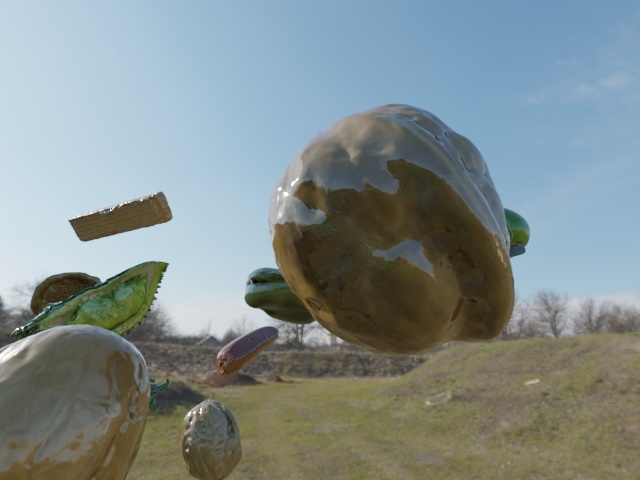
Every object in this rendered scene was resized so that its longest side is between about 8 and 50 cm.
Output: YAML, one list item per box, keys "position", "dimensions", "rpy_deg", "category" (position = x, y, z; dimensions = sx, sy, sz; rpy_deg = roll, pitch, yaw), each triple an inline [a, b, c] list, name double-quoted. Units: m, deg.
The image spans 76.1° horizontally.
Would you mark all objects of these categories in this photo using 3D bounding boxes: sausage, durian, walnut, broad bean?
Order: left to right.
- position: [-0.274, 0.191, 0.408]
  dimensions: [0.196, 0.221, 0.195]
  rpy_deg: [8, -43, 7]
  category: "walnut"
- position: [-0.538, 0.153, 0.983]
  dimensions: [0.158, 0.169, 0.352]
  rpy_deg: [28, 37, 27]
  category: "durian"
- position: [-0.346, 0.630, 1.294]
  dimensions: [0.198, 0.244, 0.198]
  rpy_deg: [-12, -28, -7]
  category: "walnut"
- position: [-0.256, 0.379, 1.465]
  dimensions: [0.097, 0.094, 0.348]
  rpy_deg: [-43, -8, 20]
  category: "sausage"
- position: [-0.092, 0.144, 1.058]
  dimensions: [0.169, 0.100, 0.228]
  rpy_deg: [-20, -44, 26]
  category: "broad bean"
- position: [0.102, -0.013, 0.633]
  dimensions: [0.384, 0.383, 0.383]
  rpy_deg: [1, -17, 0]
  category: "walnut"

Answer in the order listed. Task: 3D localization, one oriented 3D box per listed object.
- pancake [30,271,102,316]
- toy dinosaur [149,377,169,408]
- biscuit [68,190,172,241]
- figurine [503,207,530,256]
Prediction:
- position: [-0.864, 0.202, 1.417]
  dimensions: [0.235, 0.211, 0.029]
  rpy_deg: [-16, 31, -28]
  category: "pancake"
- position: [-0.492, 0.426, 1.163]
  dimensions: [0.059, 0.096, 0.132]
  rpy_deg: [34, 25, 33]
  category: "toy dinosaur"
- position: [-0.616, -0.067, 1.262]
  dimensions: [0.379, 0.094, 0.054]
  rpy_deg: [-11, 19, 25]
  category: "biscuit"
- position: [0.461, -0.023, 1.084]
  dimensions: [0.162, 0.143, 0.263]
  rpy_deg: [22, 7, 38]
  category: "figurine"
